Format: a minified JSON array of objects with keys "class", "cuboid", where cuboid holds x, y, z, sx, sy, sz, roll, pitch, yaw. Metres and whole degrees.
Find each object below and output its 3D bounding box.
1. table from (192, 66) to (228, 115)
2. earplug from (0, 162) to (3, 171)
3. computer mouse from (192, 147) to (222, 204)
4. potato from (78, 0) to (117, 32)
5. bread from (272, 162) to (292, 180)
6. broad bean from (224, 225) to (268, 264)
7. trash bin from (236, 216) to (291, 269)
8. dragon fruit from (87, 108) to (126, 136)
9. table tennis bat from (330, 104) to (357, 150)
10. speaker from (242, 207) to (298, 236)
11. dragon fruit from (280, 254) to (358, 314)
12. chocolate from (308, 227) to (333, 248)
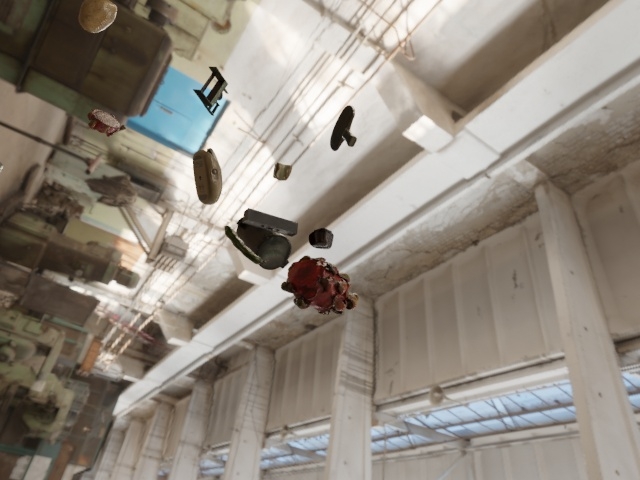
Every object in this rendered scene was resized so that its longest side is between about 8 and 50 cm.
[{"class":"table","cuboid":[-0.497,-0.694,2.151,0.063,0.175,0.146,16,-111,29]},{"class":"earplug","cuboid":[-0.959,-0.080,1.149,0.323,0.185,0.185,-61,-157,8]},{"class":"computer mouse","cuboid":[-0.472,-0.267,1.935,0.145,0.082,0.236,0,-82,49]},{"class":"potato","cuboid":[-0.845,-0.855,1.737,0.147,0.112,0.112,-49,-159,-10]},{"class":"bread","cuboid":[-0.169,-0.303,2.039,0.083,0.077,0.070,-168,-91,-74]},{"class":"broad bean","cuboid":[-0.298,0.020,1.759,0.039,0.227,0.069,-53,168,23]},{"class":"trash bin","cuboid":[-0.312,0.006,2.491,0.203,0.252,0.301,-46,-140,-5]},{"class":"dragon fruit","cuboid":[-0.827,-0.443,1.751,0.068,0.112,0.126,-48,168,20]},{"class":"table tennis bat","cuboid":[0.076,-0.348,1.463,0.154,0.021,0.274,-63,-162,21]},{"class":"speaker","cuboid":[-0.169,-0.059,1.568,0.040,0.191,0.046,-27,-127,52]},{"class":"dragon fruit","cuboid":[0.005,0.197,1.878,0.227,0.307,0.243,-59,167,1]},{"class":"chocolate","cuboid":[0.000,0.000,2.293,0.148,0.125,0.080,58,29,-69]}]
